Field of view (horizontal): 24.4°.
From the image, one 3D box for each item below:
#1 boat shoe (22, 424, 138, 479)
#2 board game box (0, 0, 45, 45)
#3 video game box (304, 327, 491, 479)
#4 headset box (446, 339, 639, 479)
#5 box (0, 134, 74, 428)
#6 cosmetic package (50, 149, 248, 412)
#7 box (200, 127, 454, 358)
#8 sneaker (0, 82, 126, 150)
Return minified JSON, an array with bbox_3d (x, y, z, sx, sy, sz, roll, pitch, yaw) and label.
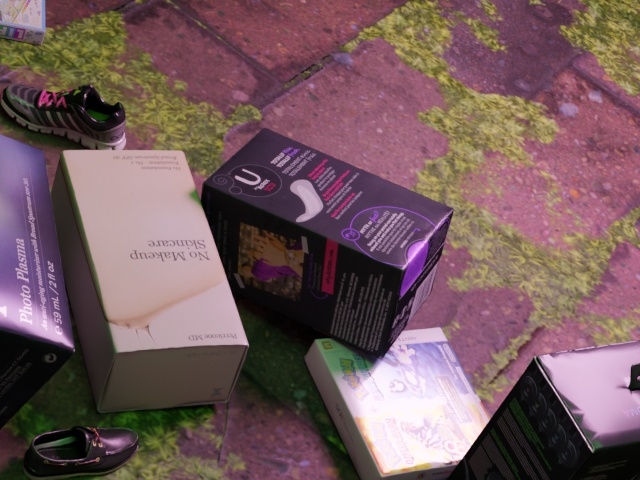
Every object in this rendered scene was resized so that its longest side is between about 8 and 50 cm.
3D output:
[{"bbox_3d":[-0.248,0.220,1.560,0.133,0.042,0.049,-7,49,-35],"label":"boat shoe"},{"bbox_3d":[-0.435,-0.338,2.050,0.103,0.026,0.154,10,44,-20],"label":"board game box"},{"bbox_3d":[0.102,0.199,1.766,0.187,0.048,0.205,-5,50,-29],"label":"video game box"},{"bbox_3d":[0.306,0.238,1.653,0.246,0.283,0.131,-5,51,-31],"label":"headset box"},{"bbox_3d":[-0.432,0.013,1.505,0.294,0.183,0.296,21,37,-37],"label":"box"},{"bbox_3d":[-0.206,0.040,1.711,0.160,0.113,0.309,-3,47,-25],"label":"cosmetic package"},{"bbox_3d":[0.000,0.000,1.806,0.270,0.143,0.165,24,38,16],"label":"box"},{"bbox_3d":[-0.324,-0.173,1.900,0.170,0.074,0.063,21,41,-7],"label":"sneaker"}]
